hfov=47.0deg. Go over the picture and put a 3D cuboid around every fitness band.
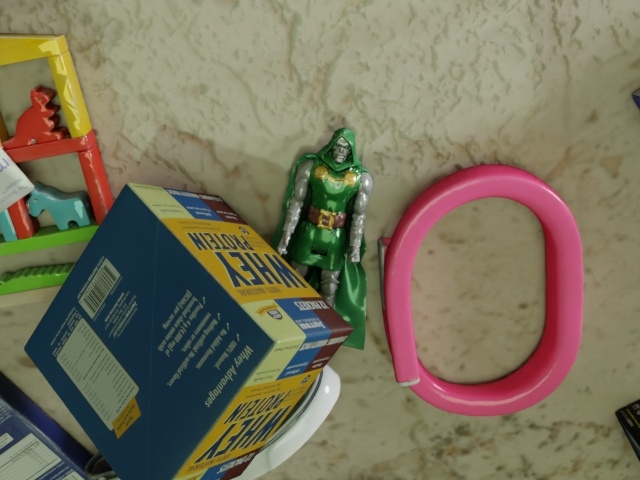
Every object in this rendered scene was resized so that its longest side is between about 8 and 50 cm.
[{"bbox_3d":[0.170,0.062,0.774,0.208,0.054,0.291,-8,114,0],"label":"fitness band"}]

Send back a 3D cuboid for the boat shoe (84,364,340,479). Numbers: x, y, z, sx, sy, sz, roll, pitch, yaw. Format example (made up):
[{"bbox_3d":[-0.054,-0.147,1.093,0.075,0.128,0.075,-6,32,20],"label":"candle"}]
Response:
[{"bbox_3d":[-0.122,0.201,0.792,0.301,0.108,0.102,-31,113,17],"label":"boat shoe"}]

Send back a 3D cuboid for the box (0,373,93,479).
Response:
[{"bbox_3d":[-0.367,0.229,0.820,0.136,0.036,0.225,-35,112,10],"label":"box"}]

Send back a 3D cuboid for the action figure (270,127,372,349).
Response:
[{"bbox_3d":[0.000,0.000,0.737,0.137,0.063,0.232,10,108,-4],"label":"action figure"}]

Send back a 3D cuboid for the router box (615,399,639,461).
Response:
[{"bbox_3d":[0.395,0.258,0.848,0.038,0.092,0.122,-29,111,9],"label":"router box"}]

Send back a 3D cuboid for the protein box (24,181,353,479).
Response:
[{"bbox_3d":[-0.122,0.090,0.671,0.201,0.136,0.200,43,108,23],"label":"protein box"}]

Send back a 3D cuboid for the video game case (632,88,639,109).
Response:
[{"bbox_3d":[0.481,-0.107,0.718,0.244,0.061,0.269,-36,110,12],"label":"video game case"}]

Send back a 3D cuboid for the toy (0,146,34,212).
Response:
[{"bbox_3d":[-0.388,-0.094,0.640,0.136,0.056,0.237,-31,110,11],"label":"toy"}]

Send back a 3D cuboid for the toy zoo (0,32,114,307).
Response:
[{"bbox_3d":[-0.308,-0.075,0.699,0.192,0.030,0.293,-9,113,1],"label":"toy zoo"}]
